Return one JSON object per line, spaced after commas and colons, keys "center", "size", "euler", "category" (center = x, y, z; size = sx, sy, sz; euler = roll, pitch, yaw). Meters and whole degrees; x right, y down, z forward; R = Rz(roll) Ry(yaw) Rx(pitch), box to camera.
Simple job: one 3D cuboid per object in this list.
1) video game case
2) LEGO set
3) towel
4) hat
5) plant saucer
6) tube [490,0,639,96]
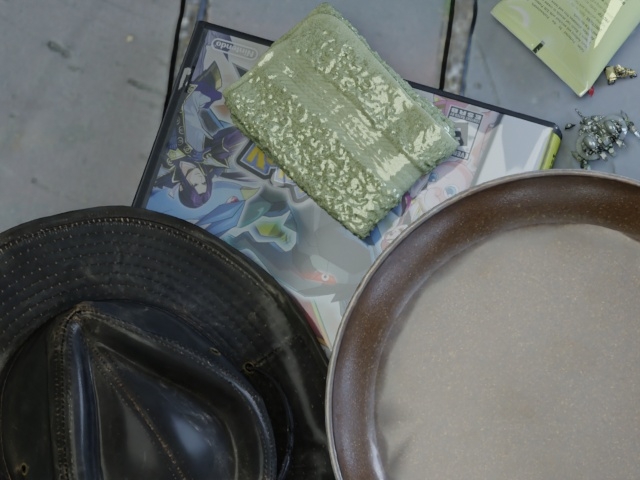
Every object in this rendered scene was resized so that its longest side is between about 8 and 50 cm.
{"center": [0.000, 0.000, 1.370], "size": [0.274, 0.035, 0.248], "euler": [18, 85, 15], "category": "video game case"}
{"center": [0.192, -0.083, 1.348], "size": [0.054, 0.023, 0.083], "euler": [-7, 79, 11], "category": "LEGO set"}
{"center": [0.012, -0.082, 1.350], "size": [0.110, 0.027, 0.148], "euler": [-45, 73, 3], "category": "towel"}
{"center": [-0.121, 0.124, 1.244], "size": [0.331, 0.134, 0.331], "euler": [2, 76, -7], "category": "hat"}
{"center": [0.158, 0.110, 1.286], "size": [0.310, 0.050, 0.311], "euler": [0, 84, 1], "category": "plant saucer"}
{"center": [0.228, -0.215, 1.351], "size": [0.062, 0.070, 0.240], "euler": [40, 96, -27], "category": "tube"}
